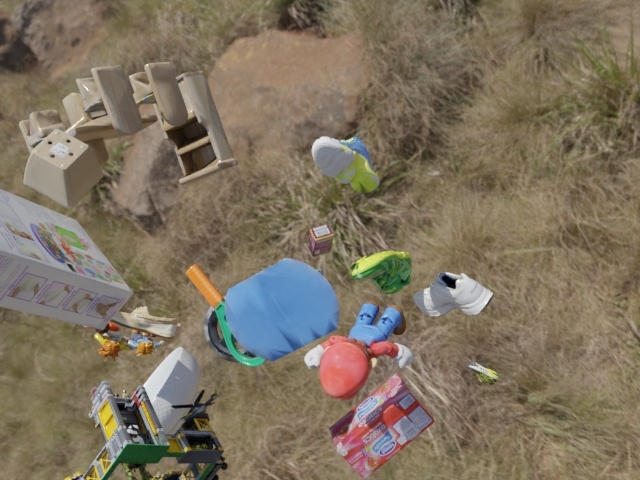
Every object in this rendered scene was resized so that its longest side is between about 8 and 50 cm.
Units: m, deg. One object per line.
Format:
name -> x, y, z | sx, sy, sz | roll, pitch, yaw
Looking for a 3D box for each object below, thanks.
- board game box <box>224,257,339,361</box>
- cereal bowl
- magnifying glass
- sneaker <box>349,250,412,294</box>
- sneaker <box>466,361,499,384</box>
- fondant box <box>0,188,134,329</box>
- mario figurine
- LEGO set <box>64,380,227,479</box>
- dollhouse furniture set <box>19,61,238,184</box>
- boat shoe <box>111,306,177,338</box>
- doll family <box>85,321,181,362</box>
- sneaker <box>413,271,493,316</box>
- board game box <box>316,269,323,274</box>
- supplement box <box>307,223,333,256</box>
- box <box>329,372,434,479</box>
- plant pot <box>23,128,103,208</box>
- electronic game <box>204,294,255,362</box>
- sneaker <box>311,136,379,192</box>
board game box -> -0.057, 0.098, 0.893 | 0.169, 0.133, 0.033 | -29, 14, 12
cereal bowl -> -0.492, 0.517, 1.913 | 0.339, 0.141, 0.339 | -49, 14, 16
magnifying glass -> -0.176, 0.140, 1.142 | 0.231, 0.026, 0.092 | 48, 115, 9
sneaker -> 0.196, 0.096, 1.760 | 0.110, 0.296, 0.123 | -18, 79, 36
sneaker -> 0.388, 0.323, 1.441 | 0.031, 0.083, 0.035 | -66, 0, -77
fondant box -> -0.499, 0.013, 0.977 | 0.238, 0.330, 0.096 | 41, 95, 31
mario figurine -> 0.094, 0.282, 1.455 | 0.198, 0.170, 0.320 | -29, 7, 37
LEGO set -> -0.370, 0.418, 1.228 | 0.192, 0.331, 0.254 | 47, 115, 42
dollhouse furniture set -> -0.431, -0.243, 1.445 | 0.362, 0.394, 0.256 | -14, 98, 40
boat shoe -> -0.425, 0.187, 1.430 | 0.063, 0.170, 0.059 | -16, 55, 62
doll family -> -0.531, 0.283, 1.692 | 0.163, 0.263, 0.118 | -176, 90, -70
sneaker -> 0.371, 0.147, 1.763 | 0.111, 0.129, 0.297 | -51, 16, -27
board game box -> -0.054, 0.114, 2.054 | 0.090, 0.090, 0.020 | -3, 93, 39
supplement box -> 0.000, 0.000, 1.624 | 0.055, 0.083, 0.043 | -16, 58, -19
box -> 0.167, 0.511, 1.656 | 0.257, 0.128, 0.122 | -40, 17, 1
plant pot -> -0.496, -0.147, 1.154 | 0.109, 0.109, 0.096 | -60, -1, -37
electronic game -> -0.280, 0.292, 2.000 | 0.230, 0.048, 0.229 | 0, 91, 12
sneaker -> 0.053, -0.210, 1.462 | 0.091, 0.240, 0.126 | -26, 54, 24
